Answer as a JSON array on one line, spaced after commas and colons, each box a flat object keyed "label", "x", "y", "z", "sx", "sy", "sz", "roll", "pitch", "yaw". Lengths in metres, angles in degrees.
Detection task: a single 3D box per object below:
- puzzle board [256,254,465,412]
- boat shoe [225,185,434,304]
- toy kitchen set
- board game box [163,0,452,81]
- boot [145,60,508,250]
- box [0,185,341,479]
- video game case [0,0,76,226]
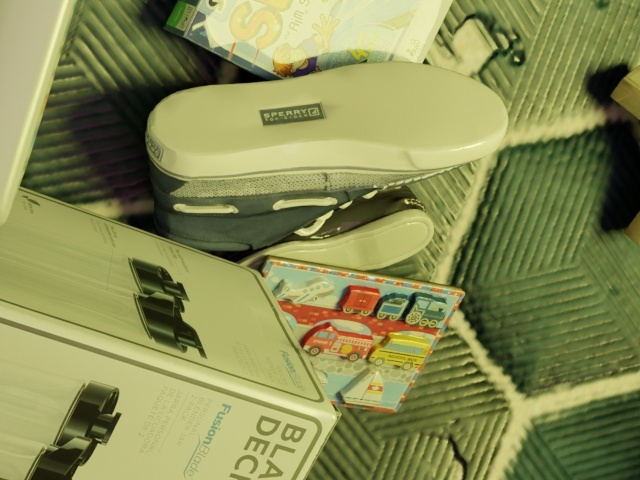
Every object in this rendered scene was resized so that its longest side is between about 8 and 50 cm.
[{"label": "puzzle board", "x": 0.009, "y": 0.058, "z": 0.938, "sx": 0.128, "sy": 0.011, "sz": 0.096, "roll": 10, "pitch": 122, "yaw": -27}, {"label": "boat shoe", "x": 0.000, "y": 0.000, "z": 0.924, "sx": 0.125, "sy": 0.038, "sz": 0.046, "roll": -20, "pitch": 139, "yaw": -6}, {"label": "toy kitchen set", "x": 0.207, "y": -0.057, "z": 1.014, "sx": 0.068, "sy": 0.075, "sz": 0.083, "roll": -35, "pitch": 161, "yaw": -52}, {"label": "board game box", "x": 0.020, "y": -0.174, "z": 0.887, "sx": 0.136, "sy": 0.035, "sz": 0.201, "roll": 24, "pitch": 94, "yaw": -28}, {"label": "boot", "x": 0.002, "y": -0.041, "z": 0.878, "sx": 0.190, "sy": 0.069, "sz": 0.086, "roll": -2, "pitch": 141, "yaw": -7}, {"label": "box", "x": -0.151, "y": 0.039, "z": 0.772, "sx": 0.290, "sy": 0.169, "sz": 0.087, "roll": 20, "pitch": 107, "yaw": -24}, {"label": "video game case", "x": -0.099, "y": -0.186, "z": 0.681, "sx": 0.036, "sy": 0.300, "sz": 0.329, "roll": 17, "pitch": 96, "yaw": -13}]
